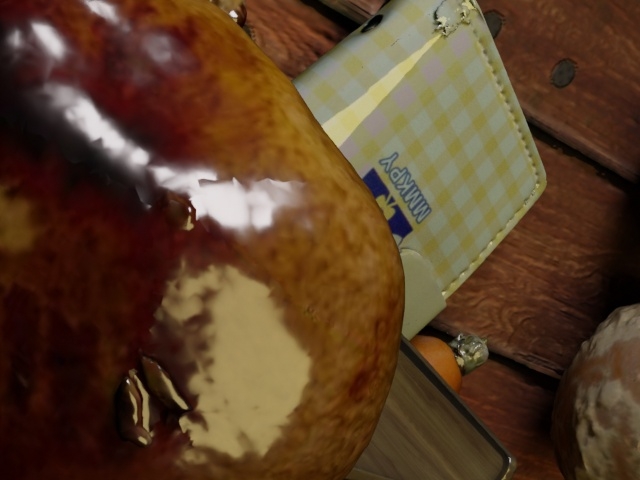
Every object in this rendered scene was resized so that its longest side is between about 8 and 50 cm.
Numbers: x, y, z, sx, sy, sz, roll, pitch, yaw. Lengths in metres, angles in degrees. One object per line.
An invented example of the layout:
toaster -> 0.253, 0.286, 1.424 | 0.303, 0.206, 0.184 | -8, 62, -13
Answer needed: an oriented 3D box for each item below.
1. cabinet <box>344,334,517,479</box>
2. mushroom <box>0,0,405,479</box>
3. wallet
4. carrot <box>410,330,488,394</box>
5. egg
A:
cabinet -> -0.033, 0.153, 0.797 | 0.175, 0.148, 0.215 | 25, 105, -42
mushroom -> -0.110, 0.004, 0.663 | 0.259, 0.345, 0.345 | -30, 142, -61
wallet -> 0.000, 0.000, 0.876 | 0.309, 0.077, 0.223 | -40, 129, -7
carrot -> -0.029, 0.144, 0.956 | 0.336, 0.069, 0.069 | -26, 130, -11
egg -> 0.273, 0.140, 1.058 | 0.195, 0.195, 0.233 | -23, 156, -20
